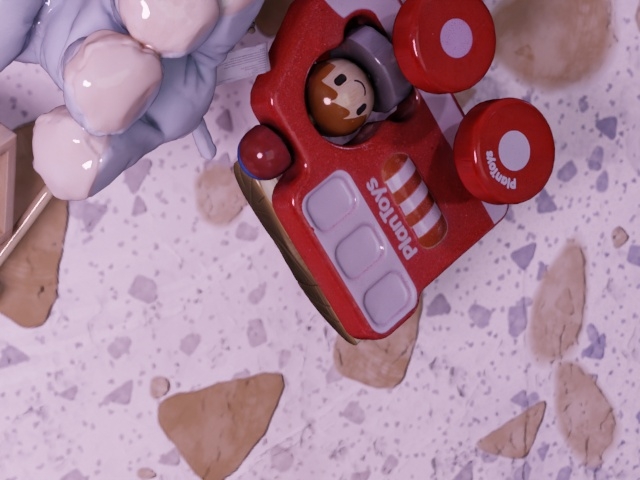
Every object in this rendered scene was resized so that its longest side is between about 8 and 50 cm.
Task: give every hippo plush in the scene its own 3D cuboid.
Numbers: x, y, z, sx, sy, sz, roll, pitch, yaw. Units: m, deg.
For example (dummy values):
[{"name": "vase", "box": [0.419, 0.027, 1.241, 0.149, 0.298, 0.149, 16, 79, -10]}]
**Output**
[{"name": "hippo plush", "box": [-0.189, -0.198, 1.632, 0.234, 0.236, 0.294, -56, 167, 25]}]

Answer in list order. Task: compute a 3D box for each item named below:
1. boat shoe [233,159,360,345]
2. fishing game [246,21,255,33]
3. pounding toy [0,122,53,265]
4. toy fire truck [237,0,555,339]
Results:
[{"name": "boat shoe", "box": [-0.001, -0.001, 1.890, 0.073, 0.080, 0.223, -36, 111, -12]}, {"name": "fishing game", "box": [-0.002, -0.316, 1.802, 0.264, 0.041, 0.189, -51, 146, -21]}, {"name": "pounding toy", "box": [-0.323, -0.026, 1.697, 0.181, 0.094, 0.206, -40, 155, -37]}, {"name": "toy fire truck", "box": [0.052, -0.091, 1.820, 0.254, 0.169, 0.302, -42, 113, -27]}]
